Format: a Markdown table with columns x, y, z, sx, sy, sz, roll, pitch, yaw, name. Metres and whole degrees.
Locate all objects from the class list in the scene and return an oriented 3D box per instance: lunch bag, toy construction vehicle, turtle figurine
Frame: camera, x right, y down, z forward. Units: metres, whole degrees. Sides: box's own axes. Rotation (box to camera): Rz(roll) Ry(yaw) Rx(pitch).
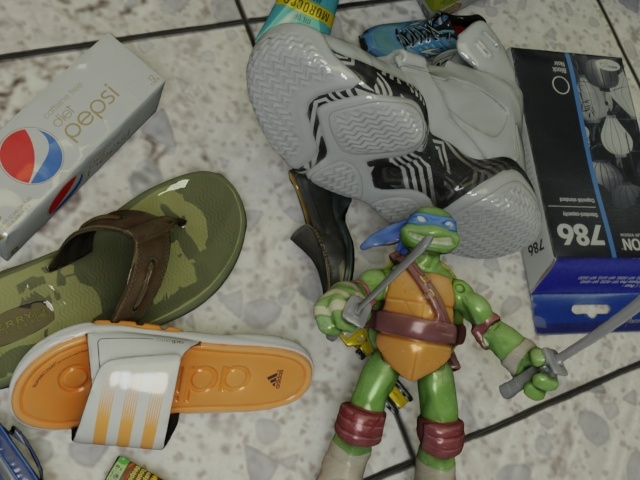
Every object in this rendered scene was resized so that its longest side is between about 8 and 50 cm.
| x | y | z | sx | sy | sz | roll | pitch | yaw | name |
| --- | --- | --- | --- | --- | --- | --- | --- | --- | --- |
| -0.255 | 0.186 | 0.637 | 0.065 | 0.067 | 0.098 | -33 | 83 | -27 | lunch bag |
| 0.069 | 0.110 | 0.805 | 0.086 | 0.035 | 0.098 | -40 | 85 | -16 | toy construction vehicle |
| 0.090 | 0.111 | 0.668 | 0.197 | 0.274 | 0.266 | 5 | 99 | -40 | turtle figurine |

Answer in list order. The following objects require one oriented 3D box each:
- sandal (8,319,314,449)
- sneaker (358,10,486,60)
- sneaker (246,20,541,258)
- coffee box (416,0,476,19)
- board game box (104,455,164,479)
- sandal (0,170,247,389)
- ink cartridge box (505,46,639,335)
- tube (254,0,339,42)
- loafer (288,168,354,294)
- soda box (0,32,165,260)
| x | y | z | sx | sy | sz | roll | pitch | yaw | name |
| --- | --- | --- | --- | --- | --- | --- | --- | --- | --- |
| -0.121 | 0.126 | 0.680 | 0.265 | 0.076 | 0.102 | 0 | 115 | -21 | sandal |
| 0.118 | -0.237 | 0.921 | 0.162 | 0.073 | 0.063 | -14 | 77 | -24 | sneaker |
| 0.083 | -0.139 | 0.804 | 0.366 | 0.137 | 0.210 | 30 | 51 | -33 | sneaker |
| 0.190 | -0.500 | 0.832 | 0.338 | 0.334 | 0.338 | -27 | 81 | 3 | coffee box |
| -0.171 | 0.321 | 0.642 | 0.136 | 0.030 | 0.260 | 32 | 64 | -9 | board game box |
| -0.187 | 0.034 | 0.705 | 0.302 | 0.086 | 0.120 | -32 | 84 | -26 | sandal |
| 0.301 | -0.060 | 0.931 | 0.165 | 0.065 | 0.333 | 0 | 72 | -21 | ink cartridge box |
| -0.005 | -0.293 | 0.916 | 0.080 | 0.052 | 0.207 | 19 | 71 | -5 | tube |
| 0.000 | 0.000 | 0.807 | 0.061 | 0.062 | 0.170 | 0 | 63 | -7 | loafer |
| -0.240 | -0.088 | 0.741 | 0.074 | 0.069 | 0.216 | 39 | 64 | -3 | soda box |
